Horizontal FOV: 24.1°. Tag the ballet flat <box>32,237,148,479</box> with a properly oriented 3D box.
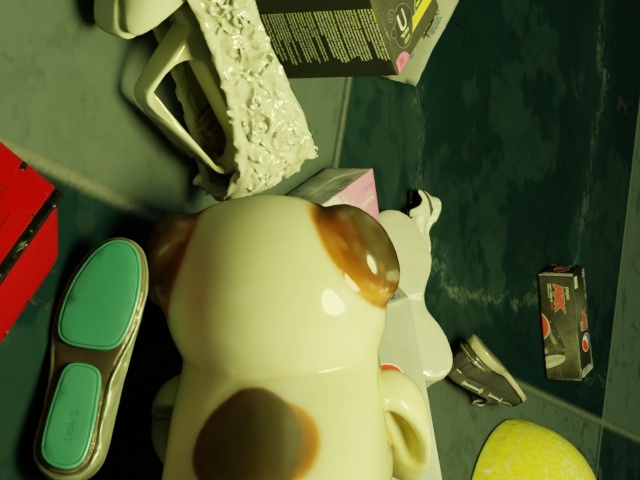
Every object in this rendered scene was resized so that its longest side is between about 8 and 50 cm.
[{"bbox_3d":[-0.195,0.103,1.268,0.068,0.072,0.213,89,13,-73],"label":"ballet flat"}]

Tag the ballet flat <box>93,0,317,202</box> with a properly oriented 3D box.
[{"bbox_3d":[-0.118,-0.184,1.310,0.147,0.147,0.409,-63,142,-36],"label":"ballet flat"}]

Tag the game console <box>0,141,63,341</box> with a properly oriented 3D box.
[{"bbox_3d":[-0.269,0.012,1.168,0.124,0.085,0.144,41,50,-16],"label":"game console"}]

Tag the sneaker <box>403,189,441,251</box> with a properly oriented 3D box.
[{"bbox_3d":[0.112,-0.013,1.815,0.043,0.040,0.109,36,56,-37],"label":"sneaker"}]

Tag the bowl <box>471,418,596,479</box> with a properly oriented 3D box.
[{"bbox_3d":[0.327,0.400,2.095,0.289,0.156,0.290,-8,99,-59],"label":"bowl"}]

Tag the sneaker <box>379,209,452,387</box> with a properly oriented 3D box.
[{"bbox_3d":[0.086,0.073,1.740,0.080,0.094,0.212,-3,70,-25],"label":"sneaker"}]

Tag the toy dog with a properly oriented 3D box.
[{"bbox_3d":[-0.053,0.162,1.313,0.395,0.284,0.408,27,61,-65],"label":"toy dog"}]

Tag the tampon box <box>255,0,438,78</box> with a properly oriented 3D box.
[{"bbox_3d":[0.016,-0.236,1.498,0.120,0.161,0.101,-60,140,-38],"label":"tampon box"}]

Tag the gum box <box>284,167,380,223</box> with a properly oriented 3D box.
[{"bbox_3d":[0.000,0.000,1.586,0.188,0.062,0.107,-38,124,-53],"label":"gum box"}]

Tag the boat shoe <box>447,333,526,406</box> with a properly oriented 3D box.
[{"bbox_3d":[0.218,0.185,2.007,0.065,0.075,0.206,-39,149,4],"label":"boat shoe"}]

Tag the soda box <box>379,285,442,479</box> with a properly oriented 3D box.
[{"bbox_3d":[0.064,0.184,1.647,0.091,0.098,0.286,-131,-153,-64],"label":"soda box"}]

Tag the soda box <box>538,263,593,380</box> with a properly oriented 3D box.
[{"bbox_3d":[0.366,0.122,2.236,0.053,0.060,0.169,-32,119,-57],"label":"soda box"}]

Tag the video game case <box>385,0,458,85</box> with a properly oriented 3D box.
[{"bbox_3d":[0.132,-0.345,1.672,0.244,0.061,0.270,111,-7,-70],"label":"video game case"}]
